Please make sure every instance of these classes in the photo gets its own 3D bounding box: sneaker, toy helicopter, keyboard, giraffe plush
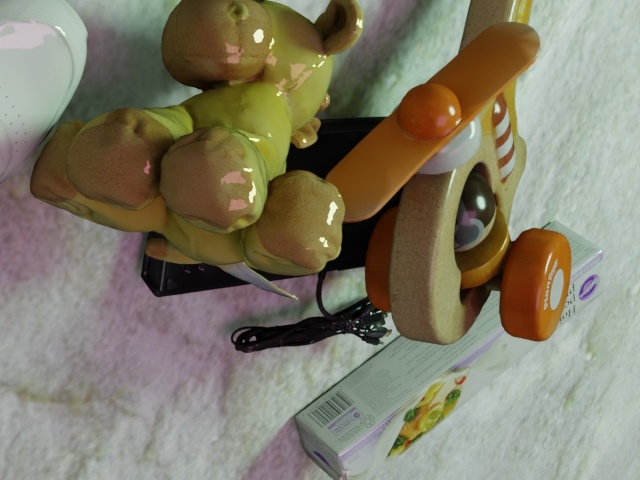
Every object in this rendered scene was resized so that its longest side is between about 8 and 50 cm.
[{"bbox_3d":[-0.225,-0.007,0.659,0.305,0.152,0.114,-45,137,-11],"label":"sneaker"},{"bbox_3d":[0.105,-0.102,0.893,0.235,0.140,0.355,20,81,-64],"label":"toy helicopter"},{"bbox_3d":[0.000,0.000,0.974,0.317,0.033,0.202,-7,116,-40],"label":"keyboard"},{"bbox_3d":[-0.048,-0.074,0.757,0.210,0.181,0.171,39,65,-62],"label":"giraffe plush"}]

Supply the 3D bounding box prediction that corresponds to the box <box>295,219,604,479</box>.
[{"bbox_3d":[0.123,0.101,1.137,0.324,0.067,0.063,-36,138,-21],"label":"box"}]
